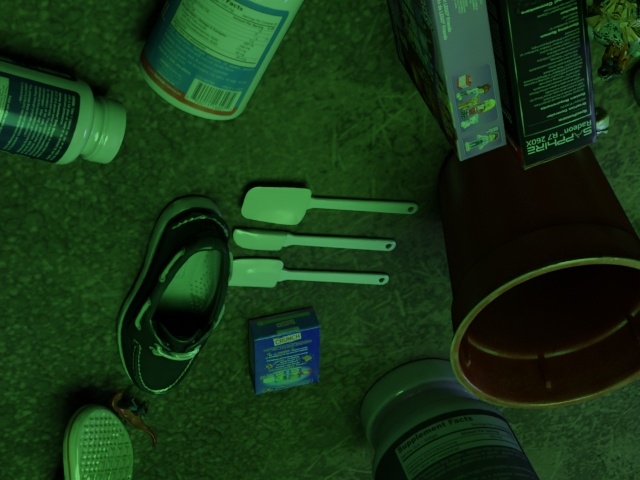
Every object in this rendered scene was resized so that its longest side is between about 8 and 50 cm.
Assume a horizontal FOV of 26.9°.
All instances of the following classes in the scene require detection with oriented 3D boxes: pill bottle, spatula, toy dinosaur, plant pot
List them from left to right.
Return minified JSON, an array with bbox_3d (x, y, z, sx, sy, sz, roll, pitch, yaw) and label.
[{"bbox_3d":[-0.291,-0.130,1.374,0.169,0.094,0.094,13,124,-31],"label":"pill bottle"},{"bbox_3d":[-0.244,0.221,1.734,0.047,0.090,0.082,-47,165,0],"label":"toy dinosaur"},{"bbox_3d":[-0.086,-0.241,1.340,0.124,0.124,0.221,13,123,-31],"label":"pill bottle"},{"bbox_3d":[0.000,0.000,1.667,0.242,0.019,0.168,3,128,-25],"label":"spatula"},{"bbox_3d":[0.193,0.347,1.817,0.210,0.363,0.210,-12,133,-13],"label":"pill bottle"},{"bbox_3d":[0.261,0.014,1.596,0.272,0.265,0.272,-6,138,-5],"label":"plant pot"},{"bbox_3d":[0.312,-0.259,1.284,0.164,0.322,0.218,18,104,-5],"label":"toy dinosaur"}]

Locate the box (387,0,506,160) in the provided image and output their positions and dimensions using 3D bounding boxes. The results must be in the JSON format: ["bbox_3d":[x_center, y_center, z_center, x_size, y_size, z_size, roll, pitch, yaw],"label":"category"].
[{"bbox_3d":[0.112,-0.253,1.358,0.057,0.201,0.293,-20,134,-4],"label":"box"}]

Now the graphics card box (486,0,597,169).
[{"bbox_3d":[0.183,-0.284,1.337,0.094,0.233,0.371,-19,134,-1],"label":"graphics card box"}]

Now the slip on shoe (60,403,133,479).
[{"bbox_3d":[-0.313,0.339,1.777,0.123,0.101,0.331,-50,154,-41],"label":"slip on shoe"}]

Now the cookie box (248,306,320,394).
[{"bbox_3d":[-0.048,0.146,1.763,0.091,0.040,0.107,-10,133,-14],"label":"cookie box"}]

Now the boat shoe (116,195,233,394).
[{"bbox_3d":[-0.178,0.090,1.622,0.114,0.091,0.303,-3,131,-20],"label":"boat shoe"}]

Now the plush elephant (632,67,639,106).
[{"bbox_3d":[0.590,-0.166,1.610,0.255,0.330,0.272,-49,125,-2],"label":"plush elephant"}]

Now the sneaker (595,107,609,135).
[{"bbox_3d":[0.325,-0.132,1.673,0.083,0.032,0.037,-22,135,-2],"label":"sneaker"}]
